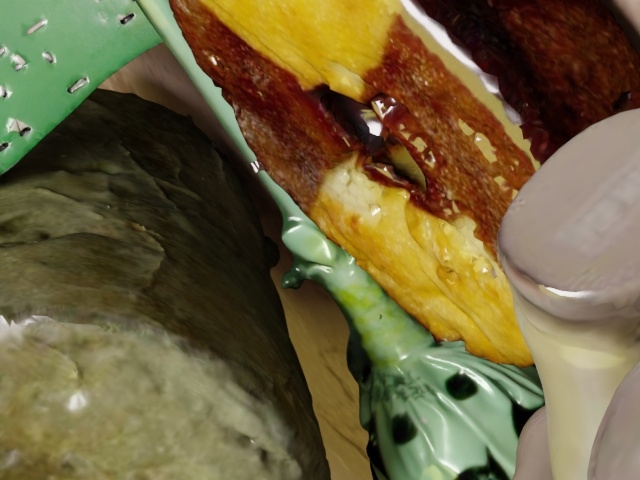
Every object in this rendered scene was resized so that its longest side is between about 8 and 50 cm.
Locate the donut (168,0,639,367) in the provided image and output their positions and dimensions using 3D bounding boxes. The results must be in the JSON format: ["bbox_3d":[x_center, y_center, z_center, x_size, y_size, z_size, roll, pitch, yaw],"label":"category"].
[{"bbox_3d":[0.033,-0.049,0.556,0.184,0.073,0.166,43,155,19],"label":"donut"}]

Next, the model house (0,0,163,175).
[{"bbox_3d":[-0.116,-0.102,0.686,0.117,0.167,0.088,53,177,-6],"label":"model house"}]

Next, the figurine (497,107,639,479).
[{"bbox_3d":[0.123,0.145,0.506,0.248,0.203,0.380,36,152,42],"label":"figurine"}]

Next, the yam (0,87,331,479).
[{"bbox_3d":[-0.100,0.062,0.693,0.195,0.195,0.300,61,-175,-21],"label":"yam"}]

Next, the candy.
[{"bbox_3d":[0.000,0.000,0.652,0.305,0.083,0.091,55,-161,-16],"label":"candy"}]
